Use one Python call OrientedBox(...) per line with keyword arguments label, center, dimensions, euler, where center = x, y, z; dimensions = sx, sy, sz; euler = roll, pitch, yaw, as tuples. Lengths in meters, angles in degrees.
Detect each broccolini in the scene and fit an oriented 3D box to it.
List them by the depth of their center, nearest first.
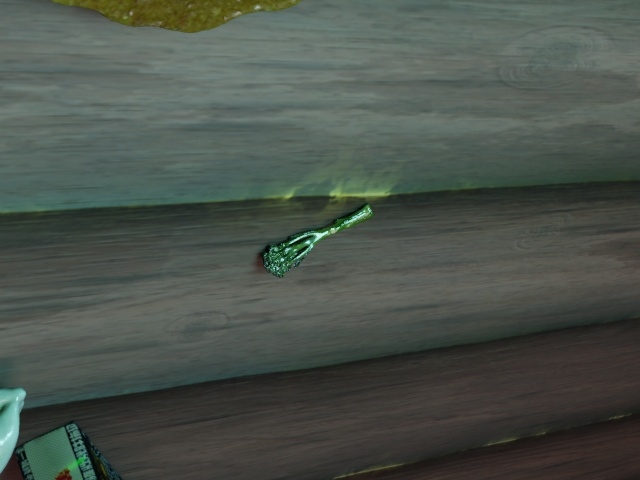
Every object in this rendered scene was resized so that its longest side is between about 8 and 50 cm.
OrientedBox(label="broccolini", center=(0.000, 0.000, 1.318), dimensions=(0.139, 0.035, 0.030), euler=(-25, 151, -9))

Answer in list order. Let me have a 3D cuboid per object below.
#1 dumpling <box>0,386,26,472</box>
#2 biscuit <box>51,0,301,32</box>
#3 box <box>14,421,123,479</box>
OrientedBox(label="dumpling", center=(-0.401, 0.221, 1.269), dimensions=(0.216, 0.149, 0.105), euler=(-34, 110, -5))
OrientedBox(label="biscuit", center=(-0.080, -0.262, 0.878), dimensions=(0.272, 0.049, 0.257), euler=(-1, 141, -35))
OrientedBox(label="box", center=(-0.265, 0.382, 1.485), dimensions=(0.084, 0.198, 0.310), euler=(-25, 147, -6))
